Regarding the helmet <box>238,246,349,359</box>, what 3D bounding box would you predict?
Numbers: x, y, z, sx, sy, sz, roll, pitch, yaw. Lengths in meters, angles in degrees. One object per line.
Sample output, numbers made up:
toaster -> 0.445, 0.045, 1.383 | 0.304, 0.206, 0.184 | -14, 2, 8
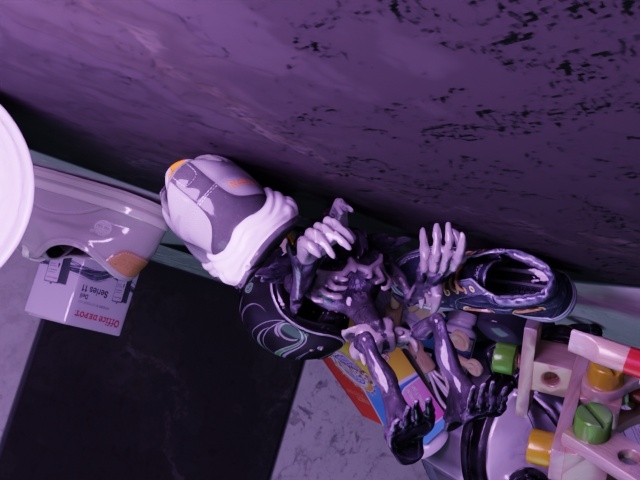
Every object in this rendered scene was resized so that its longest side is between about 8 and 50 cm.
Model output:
helmet -> -0.027, 0.084, 1.215 | 0.169, 0.170, 0.161 | 18, 157, -14

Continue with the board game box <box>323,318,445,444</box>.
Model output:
board game box -> 0.065, 0.194, 1.564 | 0.317, 0.064, 0.242 | 56, 162, -15

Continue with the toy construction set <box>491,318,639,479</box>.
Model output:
toy construction set -> 0.267, 0.155, 0.880 | 0.237, 0.258, 0.309 | 18, 153, 23

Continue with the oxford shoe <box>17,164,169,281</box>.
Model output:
oxford shoe -> -0.428, -0.042, 1.301 | 0.449, 0.130, 0.169 | 15, 175, 21

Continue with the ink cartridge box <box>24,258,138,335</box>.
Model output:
ink cartridge box -> -0.362, 0.037, 1.426 | 0.086, 0.209, 0.153 | 13, 173, 25

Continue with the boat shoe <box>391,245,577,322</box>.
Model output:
boat shoe -> 0.136, 0.031, 0.817 | 0.183, 0.065, 0.083 | 6, 167, 30

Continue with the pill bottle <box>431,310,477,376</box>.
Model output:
pill bottle -> 0.231, 0.182, 1.545 | 0.067, 0.120, 0.067 | 16, 173, 2

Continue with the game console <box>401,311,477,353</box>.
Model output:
game console -> 0.226, 0.171, 1.654 | 0.144, 0.124, 0.085 | 22, -162, -35

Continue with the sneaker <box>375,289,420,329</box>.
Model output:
sneaker -> 0.113, 0.116, 1.562 | 0.152, 0.061, 0.054 | 17, 175, 8

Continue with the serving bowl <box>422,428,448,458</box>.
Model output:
serving bowl -> 0.178, 0.339, 1.546 | 0.027, 0.083, 0.083 | 57, 160, -14

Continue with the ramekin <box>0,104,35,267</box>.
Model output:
ramekin -> -0.363, -0.052, 0.763 | 0.207, 0.207, 0.109 | 23, 180, -43

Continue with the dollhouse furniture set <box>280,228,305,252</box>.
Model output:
dollhouse furniture set -> 0.000, 0.000, 1.042 | 0.151, 0.059, 0.076 | 35, -167, 34

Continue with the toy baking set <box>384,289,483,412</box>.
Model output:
toy baking set -> 0.174, 0.194, 1.479 | 0.196, 0.030, 0.256 | 41, 147, 27

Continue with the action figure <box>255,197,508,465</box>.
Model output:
action figure -> 0.049, 0.039, 0.755 | 0.164, 0.141, 0.276 | -9, -134, -27

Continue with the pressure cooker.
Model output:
pressure cooker -> 0.394, 0.366, 1.588 | 0.369, 0.376, 0.420 | 21, 174, -9

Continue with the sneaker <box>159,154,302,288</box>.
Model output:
sneaker -> -0.088, -0.029, 0.794 | 0.108, 0.100, 0.271 | 42, 173, -7

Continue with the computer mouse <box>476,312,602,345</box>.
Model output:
computer mouse -> 0.281, 0.117, 1.125 | 0.242, 0.041, 0.071 | 11, 169, -39
